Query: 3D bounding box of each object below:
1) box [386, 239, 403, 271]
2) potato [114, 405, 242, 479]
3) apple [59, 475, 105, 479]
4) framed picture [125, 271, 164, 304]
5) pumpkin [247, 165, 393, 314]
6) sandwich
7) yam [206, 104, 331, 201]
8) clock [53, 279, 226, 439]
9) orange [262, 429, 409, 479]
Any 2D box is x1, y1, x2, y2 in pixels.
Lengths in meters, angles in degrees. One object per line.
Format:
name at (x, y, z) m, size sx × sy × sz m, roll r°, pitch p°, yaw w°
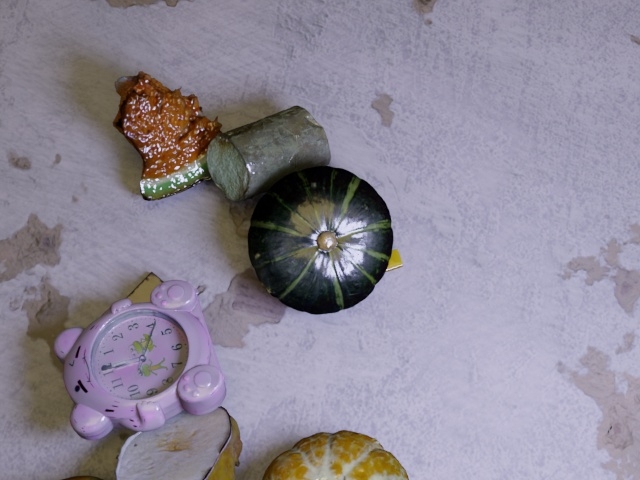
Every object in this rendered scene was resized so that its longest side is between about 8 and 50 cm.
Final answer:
box at (0.124, 0.002, 2.045) m, size 0.087 × 0.023 × 0.155 m, roll -17°, pitch 74°, yaw -10°
potato at (-0.274, 0.491, 1.793) m, size 0.246 × 0.196 × 0.299 m, roll -2°, pitch 29°, yaw 17°
apple at (-0.502, 0.579, 1.764) m, size 0.237 × 0.207 × 0.237 m, roll 4°, pitch 78°, yaw -20°
framed picture at (-0.387, 0.172, 1.973) m, size 0.128 × 0.023 × 0.168 m, roll 39°, pitch 75°, yaw 9°
pumpkin at (0.000, 0.000, 1.919) m, size 0.323 × 0.241 × 0.323 m, roll 0°, pitch 83°, yaw -3°
sandwich at (-0.365, -0.252, 2.026) m, size 0.250 × 0.162 × 0.301 m, roll -36°, pitch 116°, yaw -8°
yam at (-0.109, -0.200, 1.993) m, size 0.268 × 0.161 × 0.161 m, roll -25°, pitch 74°, yaw -28°
clock at (-0.378, 0.256, 1.851) m, size 0.322 × 0.113 × 0.295 m, roll -18°, pitch 61°, yaw -9°
orange at (0.031, 0.540, 1.742) m, size 0.329 × 0.249 × 0.329 m, roll -8°, pitch 50°, yaw 10°
